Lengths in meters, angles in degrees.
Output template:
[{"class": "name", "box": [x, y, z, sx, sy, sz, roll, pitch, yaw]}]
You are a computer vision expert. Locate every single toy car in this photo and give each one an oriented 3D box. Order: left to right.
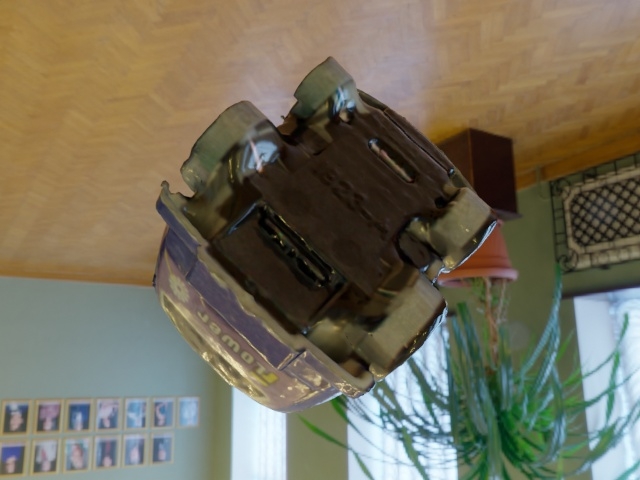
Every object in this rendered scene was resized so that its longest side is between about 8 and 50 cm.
[{"class": "toy car", "box": [0.000, 0.000, 0.432, 0.235, 0.172, 0.158, -43, 176, -42]}]
